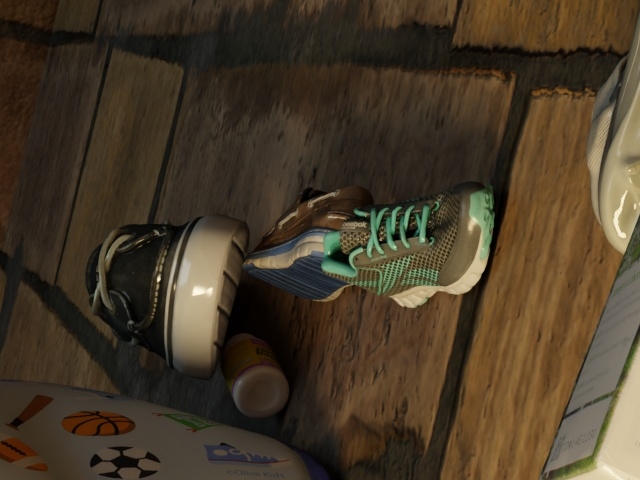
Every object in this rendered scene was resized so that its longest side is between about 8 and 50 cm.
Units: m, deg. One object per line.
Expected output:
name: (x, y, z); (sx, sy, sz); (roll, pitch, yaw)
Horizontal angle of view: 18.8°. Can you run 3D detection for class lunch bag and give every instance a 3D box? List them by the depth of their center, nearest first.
lunch bag: (-0.192, 0.216, 1.364); (0.385, 0.328, 0.239); (161, 116, -67)

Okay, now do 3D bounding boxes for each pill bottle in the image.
pill bottle: (-0.052, 0.101, 1.482); (0.083, 0.043, 0.043); (-123, 48, -65)

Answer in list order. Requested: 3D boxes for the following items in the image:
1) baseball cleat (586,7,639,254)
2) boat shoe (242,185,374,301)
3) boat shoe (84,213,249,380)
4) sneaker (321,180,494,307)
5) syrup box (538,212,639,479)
baseball cleat: (0.168, -0.095, 0.913); (0.109, 0.072, 0.206); (-119, 48, -74)
boat shoe: (0.000, 0.000, 1.379); (0.183, 0.066, 0.066); (-14, 53, 67)
boat shoe: (-0.128, 0.044, 1.513); (0.335, 0.119, 0.121); (122, 163, -77)
sneaker: (0.051, 0.002, 1.187); (0.166, 0.076, 0.065); (142, 137, -63)
syrup box: (0.169, -0.003, 0.699); (0.093, 0.096, 0.237); (120, 174, -76)
